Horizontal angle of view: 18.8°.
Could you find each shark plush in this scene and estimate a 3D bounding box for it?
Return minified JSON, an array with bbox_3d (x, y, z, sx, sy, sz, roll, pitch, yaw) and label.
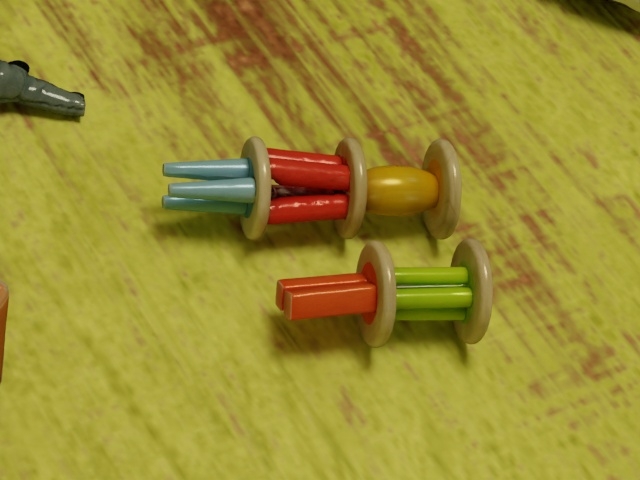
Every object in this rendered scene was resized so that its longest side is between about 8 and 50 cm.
[{"bbox_3d":[-0.205,-0.077,0.997,0.161,0.073,0.067,12,64,-31],"label":"shark plush"}]

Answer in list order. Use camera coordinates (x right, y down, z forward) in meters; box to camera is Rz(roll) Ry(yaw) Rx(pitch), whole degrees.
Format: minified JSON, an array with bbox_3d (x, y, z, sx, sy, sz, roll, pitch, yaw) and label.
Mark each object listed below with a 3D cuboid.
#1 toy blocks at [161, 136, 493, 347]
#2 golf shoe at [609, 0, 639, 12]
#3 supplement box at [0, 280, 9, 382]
[{"bbox_3d":[0.000,0.000,0.957,0.148,0.054,0.123,0,48,-14],"label":"toy blocks"},{"bbox_3d":[0.207,-0.204,1.192,0.094,0.077,0.198,36,53,0],"label":"golf shoe"},{"bbox_3d":[-0.215,0.103,0.795,0.078,0.080,0.233,23,46,8],"label":"supplement box"}]
